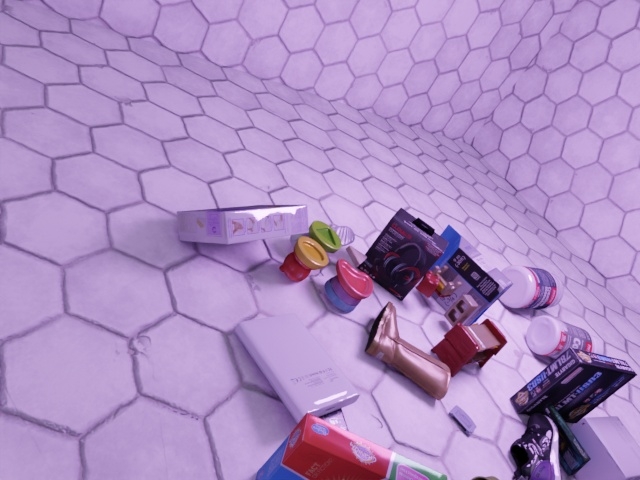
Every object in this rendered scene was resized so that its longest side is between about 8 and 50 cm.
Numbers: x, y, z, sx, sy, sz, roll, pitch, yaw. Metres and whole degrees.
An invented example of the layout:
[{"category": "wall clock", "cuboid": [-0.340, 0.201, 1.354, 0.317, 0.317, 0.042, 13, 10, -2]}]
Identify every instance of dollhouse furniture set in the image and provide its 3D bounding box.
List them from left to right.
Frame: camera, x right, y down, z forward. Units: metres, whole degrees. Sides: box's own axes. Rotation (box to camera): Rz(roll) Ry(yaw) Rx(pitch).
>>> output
[{"category": "dollhouse furniture set", "cuboid": [0.453, 0.271, 1.718, 0.202, 0.152, 0.374, 3, 42, -40]}]

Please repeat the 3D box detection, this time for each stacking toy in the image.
[{"category": "stacking toy", "cuboid": [0.021, 0.091, 1.634, 0.309, 0.130, 0.279, 38, 27, -13]}]

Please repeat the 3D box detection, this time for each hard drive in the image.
[{"category": "hard drive", "cuboid": [-0.063, 0.316, 1.260, 0.203, 0.040, 0.307, -2, 37, -44]}]

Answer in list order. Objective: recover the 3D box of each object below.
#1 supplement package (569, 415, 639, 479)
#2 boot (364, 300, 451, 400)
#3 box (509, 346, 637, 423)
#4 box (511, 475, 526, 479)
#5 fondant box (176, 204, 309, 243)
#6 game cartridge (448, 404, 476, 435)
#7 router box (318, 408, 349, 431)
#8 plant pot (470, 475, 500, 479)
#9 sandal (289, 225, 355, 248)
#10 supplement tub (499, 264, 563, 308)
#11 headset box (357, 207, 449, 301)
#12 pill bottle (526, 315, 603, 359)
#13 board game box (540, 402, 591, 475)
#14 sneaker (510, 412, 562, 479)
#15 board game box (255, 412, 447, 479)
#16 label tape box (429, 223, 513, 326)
[{"category": "supplement package", "cuboid": [0.905, 0.687, 1.548, 0.203, 0.149, 0.194, 11, 38, -31]}, {"category": "boot", "cuboid": [0.285, 0.345, 1.538, 0.270, 0.089, 0.236, 31, 44, -1]}, {"category": "box", "cuboid": [0.843, 0.492, 1.624, 0.294, 0.295, 0.073, 17, 33, -26]}, {"category": "box", "cuboid": [0.475, 0.724, 1.103, 0.216, 0.060, 0.270, -30, 62, -19]}, {"category": "fondant box", "cuboid": [-0.232, -0.056, 1.493, 0.239, 0.096, 0.331, 3, 10, 41]}, {"category": "game cartridge", "cuboid": [0.428, 0.539, 1.459, 0.056, 0.017, 0.083, -17, 57, -47]}, {"category": "router box", "cuboid": [0.002, 0.443, 1.189, 0.123, 0.038, 0.092, 12, 36, -30]}, {"category": "plant pot", "cuboid": [0.440, 0.651, 1.265, 0.079, 0.083, 0.083, 12, 36, -49]}, {"category": "sandal", "cuboid": [0.004, 0.010, 1.748, 0.266, 0.076, 0.101, -8, 71, -32]}, {"category": "supplement tub", "cuboid": [0.947, 0.215, 2.193, 0.273, 0.191, 0.191, 8, 39, -33]}, {"category": "headset box", "cuboid": [0.303, 0.041, 1.765, 0.218, 0.293, 0.110, 38, 32, 6]}, {"category": "pill bottle", "cuboid": [1.008, 0.421, 1.994, 0.284, 0.161, 0.161, 20, 34, -20]}, {"category": "board game box", "cuboid": [0.757, 0.626, 1.530, 0.026, 0.126, 0.186, -13, 48, -12]}, {"category": "sneaker", "cuboid": [0.638, 0.615, 1.461, 0.124, 0.107, 0.283, 27, 31, 3]}, {"category": "board game box", "cuboid": [0.054, 0.495, 0.974, 0.317, 0.242, 0.064, 27, 32, -8]}, {"category": "label tape box", "cuboid": [0.530, 0.138, 1.885, 0.106, 0.240, 0.333, -14, 54, -48]}]
